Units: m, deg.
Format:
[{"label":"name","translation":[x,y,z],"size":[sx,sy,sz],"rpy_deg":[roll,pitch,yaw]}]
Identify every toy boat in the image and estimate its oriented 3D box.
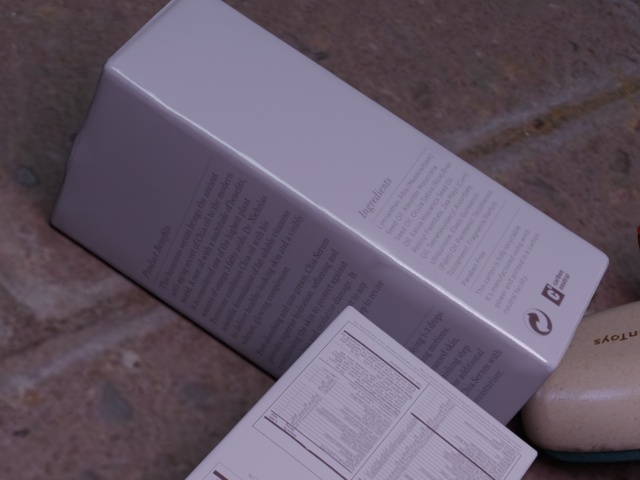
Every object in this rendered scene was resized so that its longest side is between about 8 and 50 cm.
[{"label":"toy boat","translation":[0.343,0.110,1.384],"size":[0.148,0.268,0.318],"rpy_deg":[66,28,-24]}]

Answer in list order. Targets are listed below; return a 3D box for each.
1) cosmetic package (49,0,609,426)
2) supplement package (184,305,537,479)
[{"label":"cosmetic package","translation":[0.000,0.000,1.280],"size":[0.453,0.230,0.161],"rpy_deg":[34,47,3]},{"label":"supplement package","translation":[-0.003,0.234,1.109],"size":[0.198,0.199,0.263],"rpy_deg":[38,48,8]}]
